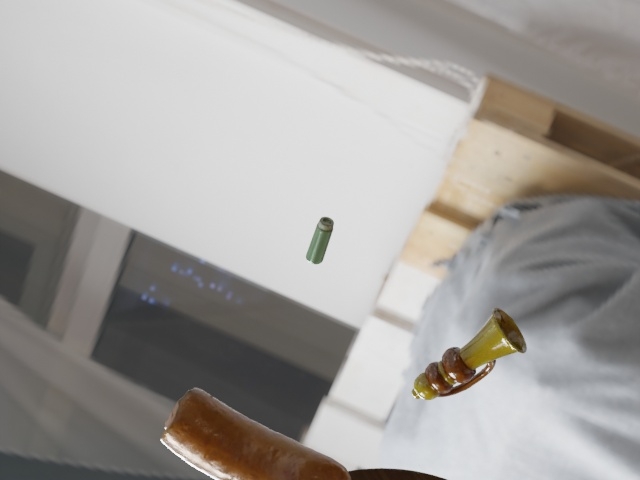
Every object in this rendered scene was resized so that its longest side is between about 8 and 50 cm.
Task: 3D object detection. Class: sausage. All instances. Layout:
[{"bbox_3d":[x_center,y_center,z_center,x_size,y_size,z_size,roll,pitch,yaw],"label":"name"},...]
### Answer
[{"bbox_3d":[-0.086,0.299,1.678,0.109,0.270,0.109,-62,-8,-15],"label":"sausage"}]

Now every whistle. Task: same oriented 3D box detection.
[{"bbox_3d":[0.128,0.104,1.081,0.109,0.046,0.057,-39,-7,27],"label":"whistle"}]

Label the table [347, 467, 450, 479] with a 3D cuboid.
[{"bbox_3d":[0.135,0.481,1.853,0.249,0.317,0.317,77,-143,-85],"label":"table"}]

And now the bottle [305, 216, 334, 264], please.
[{"bbox_3d":[0.000,0.000,2.045,0.030,0.030,0.083,-66,-4,-54],"label":"bottle"}]
